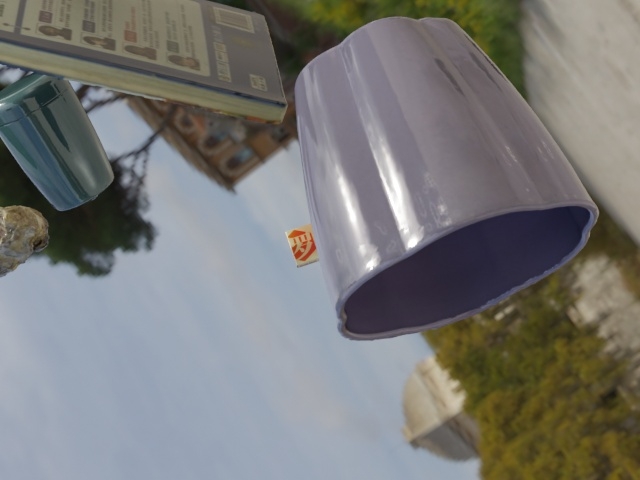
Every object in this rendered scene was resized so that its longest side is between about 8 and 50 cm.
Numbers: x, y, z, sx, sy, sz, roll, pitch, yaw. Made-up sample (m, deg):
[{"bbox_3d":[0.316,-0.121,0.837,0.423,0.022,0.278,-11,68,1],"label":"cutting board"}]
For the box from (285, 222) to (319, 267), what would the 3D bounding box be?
[{"bbox_3d":[0.000,0.000,1.802,0.015,0.093,0.058,82,169,-70],"label":"box"}]

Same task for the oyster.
[{"bbox_3d":[-0.530,0.007,2.008,0.107,0.232,0.162,4,-114,-42],"label":"oyster"}]

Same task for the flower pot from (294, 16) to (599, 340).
[{"bbox_3d":[0.092,-0.064,1.148,0.265,0.265,0.243,34,-150,-62],"label":"flower pot"}]

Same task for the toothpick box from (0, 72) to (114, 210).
[{"bbox_3d":[-0.369,-0.137,1.680,0.184,0.120,0.120,62,-174,-22],"label":"toothpick box"}]

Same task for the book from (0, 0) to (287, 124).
[{"bbox_3d":[-0.259,-0.254,1.427,0.427,0.039,0.300,12,-151,-15],"label":"book"}]
